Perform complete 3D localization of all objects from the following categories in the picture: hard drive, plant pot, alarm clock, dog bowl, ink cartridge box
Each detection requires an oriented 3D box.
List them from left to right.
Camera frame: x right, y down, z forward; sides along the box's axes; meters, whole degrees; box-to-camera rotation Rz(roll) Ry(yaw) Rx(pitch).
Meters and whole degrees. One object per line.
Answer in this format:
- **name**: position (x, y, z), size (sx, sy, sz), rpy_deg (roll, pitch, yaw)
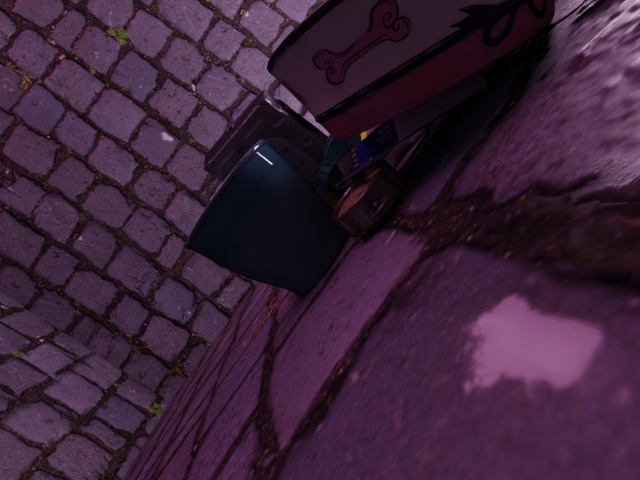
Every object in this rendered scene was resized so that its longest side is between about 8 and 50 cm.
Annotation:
- **plant pot**: position (-0.096, -0.024, 0.858), size (0.272, 0.255, 0.272), rpy_deg (-52, 9, 11)
- **hard drive**: position (-0.079, -0.181, 1.005), size (0.237, 0.338, 0.064), rpy_deg (-39, 41, 28)
- **alarm clock**: position (0.080, -0.061, 0.647), size (0.129, 0.064, 0.192), rpy_deg (-49, 8, 8)
- **ink cartridge box**: position (0.128, -0.185, 0.689), size (0.224, 0.045, 0.223), rpy_deg (-35, 5, -12)
- **dog bowl**: position (0.133, -0.294, 0.592), size (0.407, 0.150, 0.408), rpy_deg (-30, 15, 9)

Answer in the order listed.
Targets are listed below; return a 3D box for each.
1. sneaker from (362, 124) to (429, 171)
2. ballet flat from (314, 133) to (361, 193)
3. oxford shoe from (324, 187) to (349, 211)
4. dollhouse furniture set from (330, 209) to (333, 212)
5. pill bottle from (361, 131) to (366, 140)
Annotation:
- **sneaker**: position (0.153, -0.243, 0.871), size (0.252, 0.111, 0.103), rpy_deg (-51, 7, 19)
- **ballet flat**: position (0.049, -0.166, 0.865), size (0.083, 0.087, 0.247), rpy_deg (-35, -6, -17)
- **oxford shoe**: position (0.059, -0.091, 0.945), size (0.076, 0.076, 0.212), rpy_deg (-43, 8, 12)
- **dollhouse furniture set**: position (-0.012, -0.114, 1.314), size (0.129, 0.129, 0.184), rpy_deg (-46, 10, 50)
- **pill bottle**: position (0.113, -0.308, 1.480), size (0.209, 0.119, 0.119), rpy_deg (-57, 7, -24)
